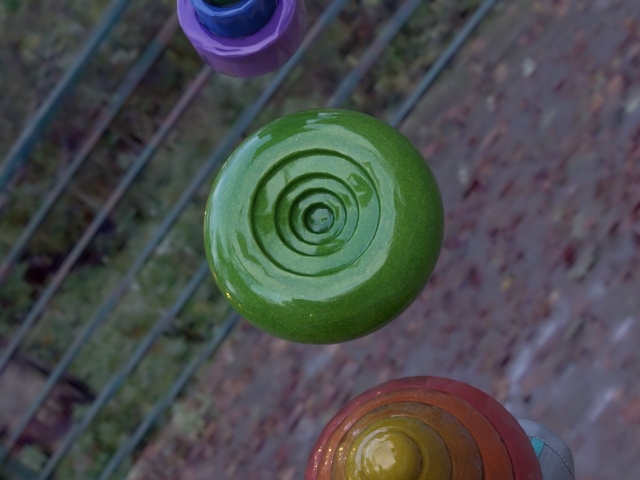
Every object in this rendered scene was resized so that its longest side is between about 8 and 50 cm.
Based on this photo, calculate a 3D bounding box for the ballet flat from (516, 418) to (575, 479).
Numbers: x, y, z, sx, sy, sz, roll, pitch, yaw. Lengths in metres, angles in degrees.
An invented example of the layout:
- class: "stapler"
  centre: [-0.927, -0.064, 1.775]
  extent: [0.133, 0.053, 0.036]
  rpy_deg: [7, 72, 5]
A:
- class: "ballet flat"
  centre: [0.082, 0.187, 0.993]
  extent: [0.068, 0.072, 0.213]
  rpy_deg: [-63, -11, -52]

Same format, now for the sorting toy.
- class: "sorting toy"
  centre: [0.000, 0.000, 0.896]
  extent: [0.127, 0.366, 0.126]
  rpy_deg: [-21, -17, 4]
